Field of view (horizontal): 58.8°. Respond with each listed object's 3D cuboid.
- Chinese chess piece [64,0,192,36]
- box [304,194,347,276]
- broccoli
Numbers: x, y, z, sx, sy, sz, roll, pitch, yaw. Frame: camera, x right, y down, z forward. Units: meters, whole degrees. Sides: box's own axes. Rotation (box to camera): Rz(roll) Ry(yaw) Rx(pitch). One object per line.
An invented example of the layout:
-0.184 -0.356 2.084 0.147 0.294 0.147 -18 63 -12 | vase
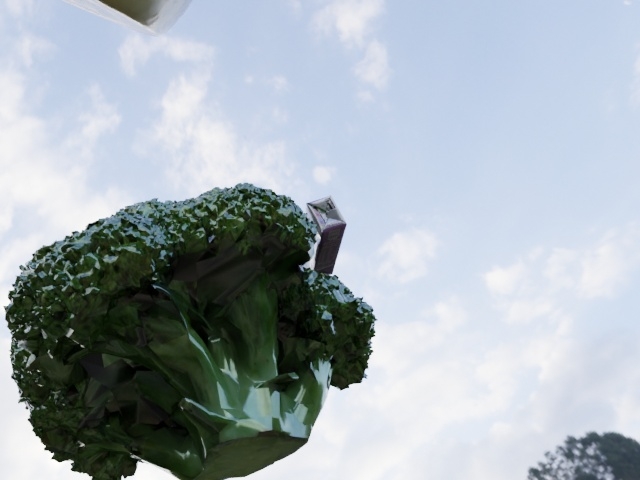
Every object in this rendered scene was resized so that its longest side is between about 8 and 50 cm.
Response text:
-0.190 -0.220 0.336 0.257 0.257 0.104 19 -79 -27 | Chinese chess piece
0.000 0.000 0.718 0.036 0.051 0.117 -16 -32 -19 | box
-0.141 0.108 0.628 0.321 0.310 0.413 -15 -28 35 | broccoli
